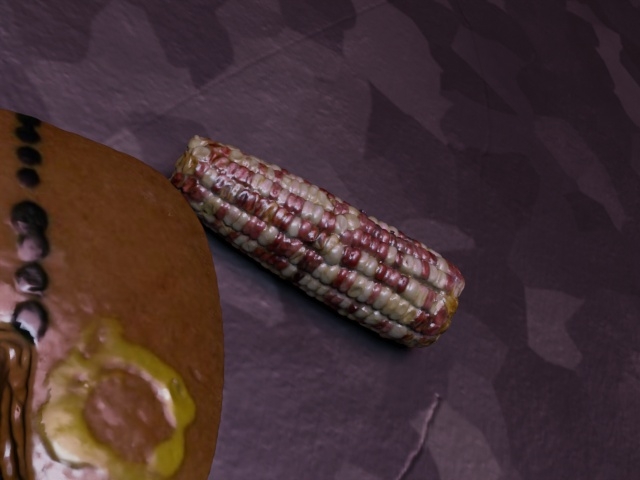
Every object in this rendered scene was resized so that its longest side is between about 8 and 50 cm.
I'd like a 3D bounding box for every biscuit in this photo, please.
[{"bbox_3d":[-0.176,0.035,0.523,0.277,0.052,0.262,21,49,-28],"label":"biscuit"}]

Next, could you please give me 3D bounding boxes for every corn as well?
[{"bbox_3d":[0.000,0.000,0.684,0.237,0.079,0.080,31,45,-15],"label":"corn"}]
